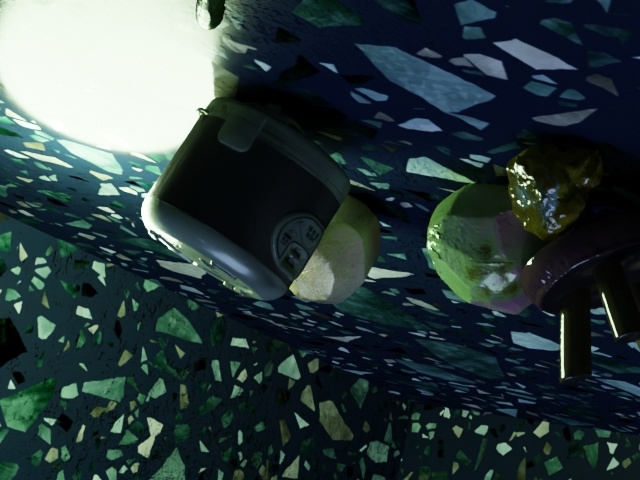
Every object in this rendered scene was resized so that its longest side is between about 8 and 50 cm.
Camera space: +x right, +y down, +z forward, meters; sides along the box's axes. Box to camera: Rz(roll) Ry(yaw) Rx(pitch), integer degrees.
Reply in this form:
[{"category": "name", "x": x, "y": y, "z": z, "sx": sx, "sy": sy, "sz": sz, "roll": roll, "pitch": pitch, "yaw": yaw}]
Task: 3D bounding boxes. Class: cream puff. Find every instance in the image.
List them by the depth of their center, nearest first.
[{"category": "cream puff", "x": 0.343, "y": -0.079, "z": 1.676, "sx": 0.116, "sy": 0.146, "sz": 0.146, "roll": -23, "pitch": 172, "yaw": -14}]

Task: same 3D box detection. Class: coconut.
[{"category": "coconut", "x": 0.297, "y": 0.011, "z": 1.885, "sx": 0.236, "sy": 0.236, "sz": 0.204, "roll": 8, "pitch": -162, "yaw": 26}, {"category": "coconut", "x": 0.000, "y": 0.000, "z": 2.175, "sx": 0.237, "sy": 0.237, "sz": 0.197, "roll": 12, "pitch": 124, "yaw": 13}]

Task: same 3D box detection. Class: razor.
[{"category": "razor", "x": 0.565, "y": -0.010, "z": 1.830, "sx": 0.324, "sy": 0.093, "sz": 0.056, "roll": 10, "pitch": 129, "yaw": 7}]

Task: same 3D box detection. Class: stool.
[{"category": "stool", "x": 0.447, "y": 0.085, "z": 1.706, "sx": 0.272, "sy": 0.178, "sz": 0.272, "roll": -13, "pitch": 155, "yaw": -6}]

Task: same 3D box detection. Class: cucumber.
[{"category": "cucumber", "x": -0.141, "y": -0.303, "z": 1.489, "sx": 0.039, "sy": 0.039, "sz": 0.168, "roll": 16, "pitch": 164, "yaw": -3}]

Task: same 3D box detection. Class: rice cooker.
[{"category": "rice cooker", "x": -0.112, "y": -0.070, "z": 1.848, "sx": 0.288, "sy": 0.277, "sz": 0.288, "roll": 32, "pitch": 169, "yaw": 7}]
